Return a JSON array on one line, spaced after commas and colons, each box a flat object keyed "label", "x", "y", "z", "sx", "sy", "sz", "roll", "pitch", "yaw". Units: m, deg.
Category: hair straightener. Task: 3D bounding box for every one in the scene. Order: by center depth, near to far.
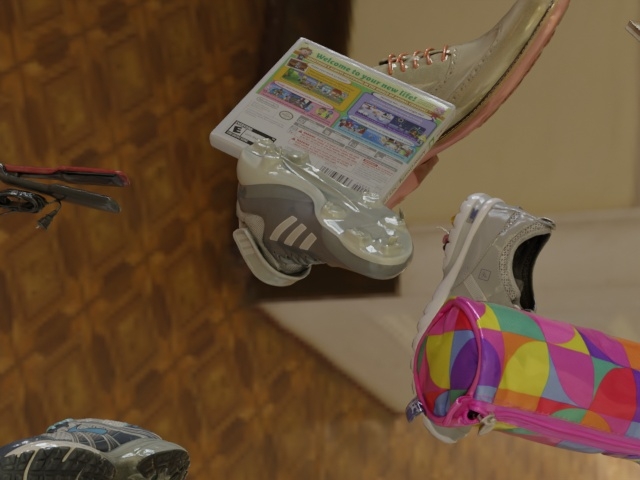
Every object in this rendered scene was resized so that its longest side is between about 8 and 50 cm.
[{"label": "hair straightener", "x": -0.372, "y": -0.060, "z": 2.019, "sx": 0.047, "sy": 0.230, "sz": 0.089, "roll": 77, "pitch": 23, "yaw": -66}]

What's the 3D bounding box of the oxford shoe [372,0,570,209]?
[{"label": "oxford shoe", "x": 0.140, "y": -0.188, "z": 1.898, "sx": 0.146, "sy": 0.397, "sz": 0.140, "roll": 45, "pitch": 20, "yaw": -2}]

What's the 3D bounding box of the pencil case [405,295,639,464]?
[{"label": "pencil case", "x": 0.180, "y": 0.113, "z": 1.141, "sx": 0.236, "sy": 0.104, "sz": 0.104, "roll": 12, "pitch": 72, "yaw": -27}]

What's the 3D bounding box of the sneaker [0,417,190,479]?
[{"label": "sneaker", "x": -0.288, "y": 0.261, "z": 1.765, "sx": 0.283, "sy": 0.122, "sz": 0.110, "roll": 11, "pitch": 105, "yaw": -52}]

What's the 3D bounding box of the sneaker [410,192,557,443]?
[{"label": "sneaker", "x": 0.181, "y": 0.089, "z": 1.683, "sx": 0.105, "sy": 0.115, "sz": 0.281, "roll": 19, "pitch": 84, "yaw": -58}]

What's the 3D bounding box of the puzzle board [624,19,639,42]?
[{"label": "puzzle board", "x": 0.224, "y": -0.074, "z": 0.760, "sx": 0.011, "sy": 0.128, "sz": 0.096, "roll": -68, "pitch": -149, "yaw": 28}]

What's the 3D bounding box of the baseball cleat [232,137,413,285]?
[{"label": "baseball cleat", "x": 0.000, "y": 0.000, "z": 1.168, "sx": 0.072, "sy": 0.206, "sz": 0.109, "roll": -6, "pitch": 120, "yaw": -30}]

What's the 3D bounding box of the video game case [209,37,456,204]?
[{"label": "video game case", "x": 0.015, "y": -0.129, "z": 1.726, "sx": 0.193, "sy": 0.212, "sz": 0.023, "roll": -51, "pitch": 157, "yaw": -33}]

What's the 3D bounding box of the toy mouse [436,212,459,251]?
[{"label": "toy mouse", "x": 0.243, "y": 0.021, "z": 2.494, "sx": 0.031, "sy": 0.161, "sz": 0.143, "roll": -16, "pitch": 107, "yaw": -26}]
